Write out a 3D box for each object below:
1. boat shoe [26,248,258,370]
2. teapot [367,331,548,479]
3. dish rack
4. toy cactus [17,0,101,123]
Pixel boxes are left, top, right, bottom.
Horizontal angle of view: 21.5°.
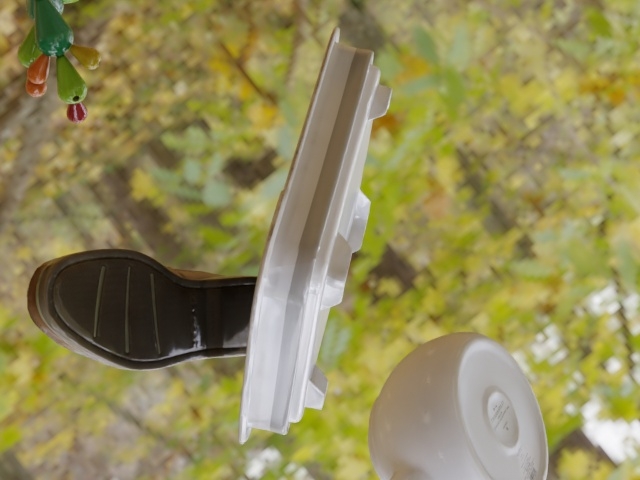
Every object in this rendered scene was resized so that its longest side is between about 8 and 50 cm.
[{"bbox_3d":[-0.173,0.073,1.609,0.104,0.110,0.307,-2,169,40],"label":"boat shoe"},{"bbox_3d":[0.145,0.238,2.042,0.187,0.252,0.256,-22,153,32],"label":"teapot"},{"bbox_3d":[0.000,0.000,1.546,0.285,0.072,0.332,98,5,-49],"label":"dish rack"},{"bbox_3d":[-0.264,-0.239,1.646,0.112,0.219,0.180,-8,158,0],"label":"toy cactus"}]
